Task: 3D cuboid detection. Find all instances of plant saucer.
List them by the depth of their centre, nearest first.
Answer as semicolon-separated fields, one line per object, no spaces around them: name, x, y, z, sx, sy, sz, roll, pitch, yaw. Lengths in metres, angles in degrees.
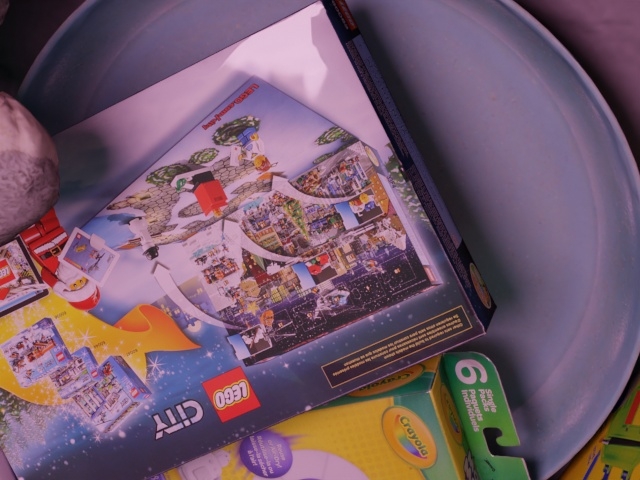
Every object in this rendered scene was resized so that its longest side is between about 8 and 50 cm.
plant saucer;0.000;0.000;0.819;0.317;0.044;0.317;5;117;11

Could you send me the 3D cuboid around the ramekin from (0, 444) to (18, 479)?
ramekin;-0.207;0.146;0.870;0.207;0.109;0.207;3;97;29

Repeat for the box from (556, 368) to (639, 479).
box;0.199;0.162;0.708;0.177;0.290;0.279;30;119;-2

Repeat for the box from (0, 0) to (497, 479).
box;-0.060;0.011;0.765;0.233;0.044;0.159;-24;98;17

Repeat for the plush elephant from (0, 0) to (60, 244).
plush elephant;-0.265;-0.147;0.638;0.272;0.330;0.255;-13;138;-11

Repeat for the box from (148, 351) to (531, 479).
box;0.010;0.117;0.825;0.179;0.043;0.105;-13;111;18
